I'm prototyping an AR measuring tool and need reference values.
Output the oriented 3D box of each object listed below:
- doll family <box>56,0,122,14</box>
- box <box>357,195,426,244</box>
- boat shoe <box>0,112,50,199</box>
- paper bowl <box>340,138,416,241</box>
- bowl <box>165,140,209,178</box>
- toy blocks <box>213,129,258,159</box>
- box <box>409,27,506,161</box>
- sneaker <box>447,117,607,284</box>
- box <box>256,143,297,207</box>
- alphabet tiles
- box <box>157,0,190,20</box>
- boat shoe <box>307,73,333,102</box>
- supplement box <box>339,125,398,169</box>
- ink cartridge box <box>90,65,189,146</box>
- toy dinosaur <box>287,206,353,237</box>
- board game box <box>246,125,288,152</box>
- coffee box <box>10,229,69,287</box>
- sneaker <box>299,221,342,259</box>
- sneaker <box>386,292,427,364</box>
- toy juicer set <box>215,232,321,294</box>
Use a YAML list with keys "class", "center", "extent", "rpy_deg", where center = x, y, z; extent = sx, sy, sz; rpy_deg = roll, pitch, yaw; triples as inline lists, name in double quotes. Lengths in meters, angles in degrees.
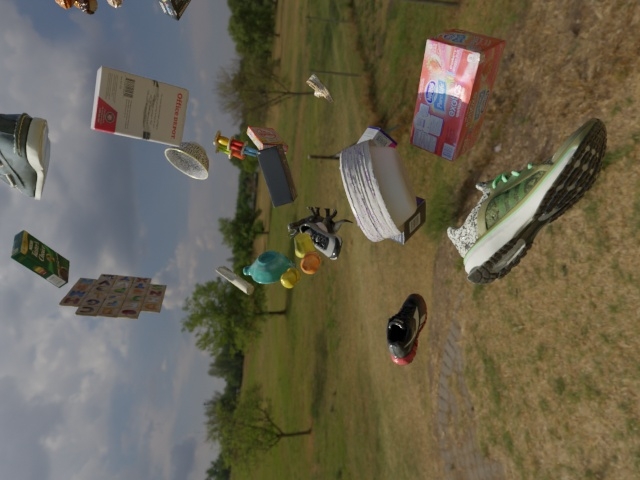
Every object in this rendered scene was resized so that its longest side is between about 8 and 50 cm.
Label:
- class: "doll family"
  center: [-0.493, -0.566, 0.949]
  extent: [0.163, 0.119, 0.262]
  rpy_deg: [-57, 19, 25]
- class: "box"
  center: [0.255, -0.098, 1.622]
  extent: [0.207, 0.153, 0.108]
  rpy_deg: [23, 141, 34]
- class: "boat shoe"
  center: [-0.600, -0.165, 0.888]
  extent: [0.320, 0.099, 0.116]
  rpy_deg: [-21, 65, 58]
- class: "paper bowl"
  center: [0.175, -0.150, 1.266]
  extent: [0.284, 0.148, 0.284]
  rpy_deg: [53, -154, -40]
- class: "bowl"
  center: [-0.465, -0.305, 1.618]
  extent: [0.170, 0.170, 0.080]
  rpy_deg: [113, -178, -69]
- class: "toy blocks"
  center: [-0.288, -0.313, 1.545]
  extent: [0.123, 0.148, 0.054]
  rpy_deg: [119, 172, -74]
- class: "box"
  center: [0.360, -0.390, 1.209]
  extent: [0.154, 0.142, 0.299]
  rpy_deg: [31, 139, 30]
- class: "sneaker"
  center: [0.418, -0.103, 0.965]
  extent: [0.410, 0.158, 0.182]
  rpy_deg: [-53, 49, 21]
- class: "box"
  center: [-0.194, -0.300, 2.041]
  extent: [0.184, 0.103, 0.261]
  rpy_deg: [-70, -35, -73]
- class: "alphabet tiles"
  center: [-0.664, 0.176, 1.466]
  extent: [0.342, 0.286, 0.011]
  rpy_deg: [-131, 50, -70]
- class: "box"
  center: [-0.337, -0.691, 1.121]
  extent: [0.220, 0.051, 0.175]
  rpy_deg: [-59, 8, -1]
- class: "boat shoe"
  center: [-0.002, -0.689, 2.058]
  extent: [0.170, 0.059, 0.063]
  rpy_deg: [55, -174, 20]
- class: "supplement box"
  center: [0.197, -0.350, 1.859]
  extent: [0.220, 0.111, 0.114]
  rpy_deg: [-54, 26, 3]
- class: "ink cartridge box"
  center: [-0.523, -0.382, 1.300]
  extent: [0.100, 0.237, 0.171]
  rpy_deg: [24, 104, 56]
- class: "toy dinosaur"
  center: [0.007, -0.078, 2.152]
  extent: [0.121, 0.314, 0.160]
  rpy_deg: [-21, -63, -77]
- class: "board game box"
  center: [-0.276, -0.521, 2.314]
  extent: [0.193, 0.147, 0.045]
  rpy_deg: [52, 133, 36]
- class: "coffee box"
  center: [-0.882, 0.060, 1.417]
  extent: [0.184, 0.041, 0.113]
  rpy_deg: [56, -177, -44]
- class: "sneaker"
  center: [0.000, 0.000, 1.817]
  extent: [0.271, 0.108, 0.100]
  rpy_deg: [40, 116, 54]
- class: "sneaker"
  center: [0.299, 0.286, 1.557]
  extent: [0.135, 0.098, 0.276]
  rpy_deg: [55, -133, -37]
- class: "toy juicer set"
  center: [-0.146, 0.104, 1.403]
  extent: [0.209, 0.329, 0.089]
  rpy_deg: [-127, 19, -53]
